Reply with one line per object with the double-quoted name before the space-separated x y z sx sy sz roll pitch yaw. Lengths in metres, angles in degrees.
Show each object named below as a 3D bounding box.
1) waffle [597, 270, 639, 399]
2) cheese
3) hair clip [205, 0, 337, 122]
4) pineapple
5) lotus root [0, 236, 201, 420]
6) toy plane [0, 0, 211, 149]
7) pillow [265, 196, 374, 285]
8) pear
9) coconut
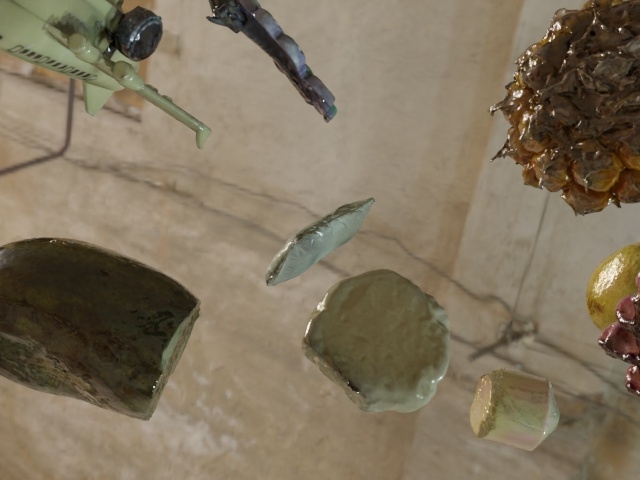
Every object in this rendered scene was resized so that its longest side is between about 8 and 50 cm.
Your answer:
"waffle" 0.320 0.107 0.691 0.055 0.234 0.221 -30 -108 -26
"cheese" 0.120 0.215 1.928 0.327 0.115 0.317 -4 -115 -10
"hair clip" -0.051 -0.196 0.960 0.195 0.052 0.124 47 -177 -17
"pineapple" 0.249 -0.125 0.768 0.225 0.224 0.076 22 175 29
"lotus root" -0.365 0.119 1.342 0.346 0.250 0.250 17 -160 3
"toy plane" -0.176 -0.150 0.625 0.229 0.092 0.244 36 176 13
"pillow" 0.000 0.000 1.488 0.051 0.128 0.229 49 -139 9
"pear" 0.511 0.080 1.425 0.178 0.178 0.178 9 -160 -3
"coconut" 0.290 0.248 1.322 0.122 0.116 0.116 14 -161 -6
